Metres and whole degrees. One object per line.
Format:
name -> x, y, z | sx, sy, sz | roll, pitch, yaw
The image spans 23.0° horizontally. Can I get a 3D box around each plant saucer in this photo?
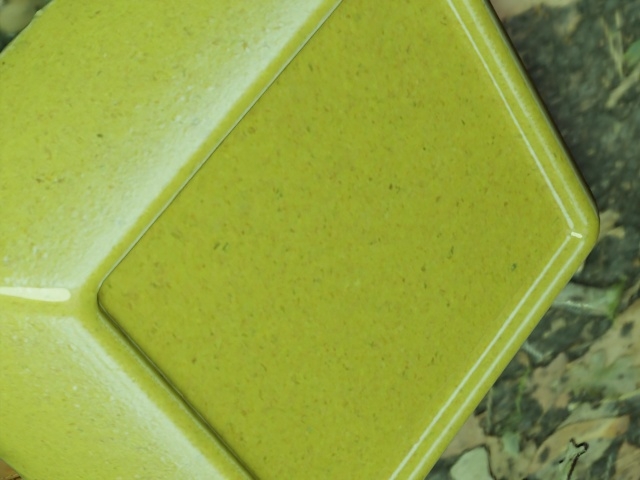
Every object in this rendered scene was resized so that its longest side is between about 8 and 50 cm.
plant saucer -> 0.000, 0.000, 0.725 | 0.332, 0.081, 0.333 | -52, 133, -18

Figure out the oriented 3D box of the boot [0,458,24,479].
boot -> -0.156, 0.153, 0.777 | 0.283, 0.109, 0.220 | -40, 129, 0
